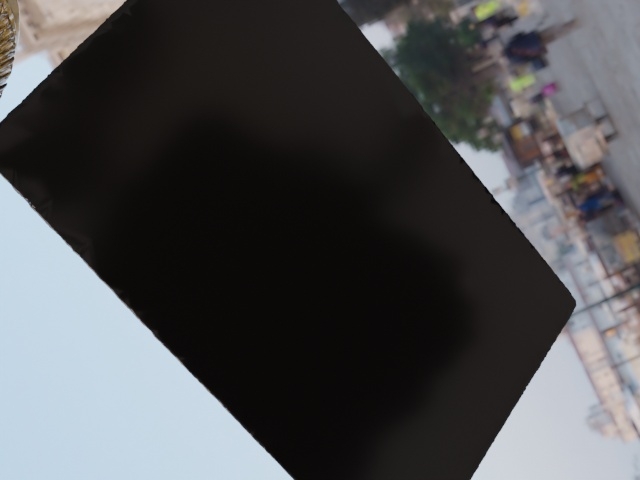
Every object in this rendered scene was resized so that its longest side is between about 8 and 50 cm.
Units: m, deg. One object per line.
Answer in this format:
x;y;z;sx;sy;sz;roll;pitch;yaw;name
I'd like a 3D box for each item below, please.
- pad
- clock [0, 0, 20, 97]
0.000;0.000;0.511;0.245;0.006;0.170;49;-122;-19;pad
-0.277;-0.071;0.456;0.200;0.317;0.244;64;-178;11;clock
